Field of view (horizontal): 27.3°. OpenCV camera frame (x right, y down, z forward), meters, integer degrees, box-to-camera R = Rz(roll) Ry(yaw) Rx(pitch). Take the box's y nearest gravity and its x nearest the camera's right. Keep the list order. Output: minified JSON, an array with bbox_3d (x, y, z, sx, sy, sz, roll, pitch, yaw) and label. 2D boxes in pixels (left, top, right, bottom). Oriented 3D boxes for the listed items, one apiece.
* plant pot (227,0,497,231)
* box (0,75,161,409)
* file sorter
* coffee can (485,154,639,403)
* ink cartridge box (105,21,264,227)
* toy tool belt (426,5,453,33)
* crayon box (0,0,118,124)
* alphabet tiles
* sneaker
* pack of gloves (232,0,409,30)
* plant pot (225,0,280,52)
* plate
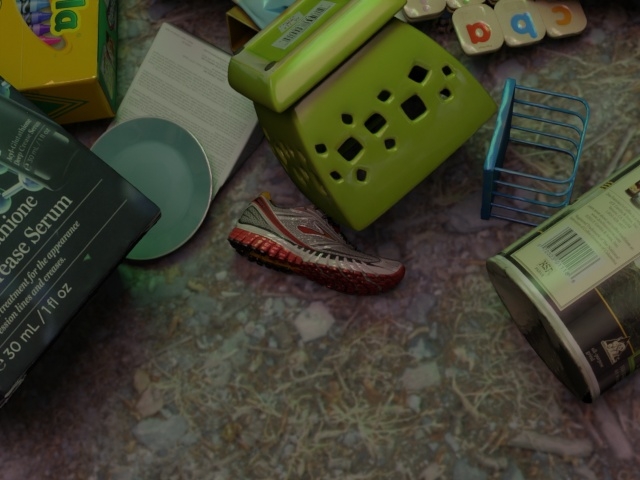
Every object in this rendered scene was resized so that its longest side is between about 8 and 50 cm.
[{"bbox_3d":[0.032,-0.179,1.557,0.228,0.227,0.207,-41,115,-5],"label":"plant pot"},{"bbox_3d":[-0.441,-0.027,1.519,0.395,0.212,0.293,40,61,-7],"label":"box"},{"bbox_3d":[0.256,-0.096,1.578,0.104,0.170,0.118,14,73,9],"label":"file sorter"},{"bbox_3d":[0.357,0.026,1.500,0.275,0.201,0.201,-34,69,-3],"label":"coffee can"},{"bbox_3d":[-0.178,-0.145,1.738,0.189,0.066,0.232,30,99,17],"label":"ink cartridge box"},{"bbox_3d":[0.163,-0.297,1.733,0.083,0.051,0.052,13,57,0],"label":"toy tool belt"},{"bbox_3d":[-0.434,-0.320,1.777,0.313,0.106,0.363,-8,62,7],"label":"crayon box"},{"bbox_3d":[0.228,-0.371,1.725,0.284,0.021,0.278,-13,68,-9],"label":"alphabet tiles"},{"bbox_3d":[0.000,0.000,1.627,0.225,0.088,0.093,20,74,15],"label":"sneaker"},{"bbox_3d":[-0.017,-0.337,1.719,0.195,0.046,0.232,-27,58,-29],"label":"pack of gloves"},{"bbox_3d":[-0.065,-0.284,1.744,0.081,0.081,0.083,32,66,18],"label":"plant pot"},{"bbox_3d":[-0.224,-0.067,1.703,0.188,0.024,0.188,-2,83,15],"label":"plate"}]
